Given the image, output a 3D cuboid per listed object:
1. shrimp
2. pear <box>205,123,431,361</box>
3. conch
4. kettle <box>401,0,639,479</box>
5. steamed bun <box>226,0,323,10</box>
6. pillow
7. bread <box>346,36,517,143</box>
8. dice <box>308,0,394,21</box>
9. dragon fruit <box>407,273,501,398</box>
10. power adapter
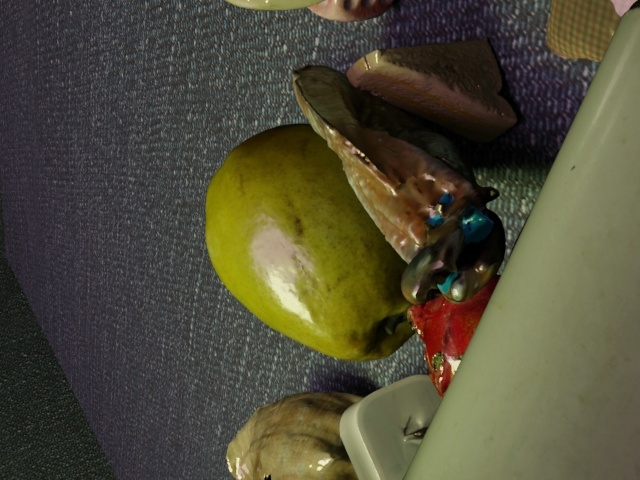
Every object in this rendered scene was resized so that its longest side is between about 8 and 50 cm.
[{"bbox_3d":[0.079,-0.073,1.020,0.110,0.221,0.446,-52,26,16],"label":"shrimp"},{"bbox_3d":[0.000,0.000,1.235,0.307,0.253,0.253,52,146,28],"label":"pear"},{"bbox_3d":[-0.001,0.342,1.448,0.324,0.186,0.263,13,95,16],"label":"conch"},{"bbox_3d":[0.230,0.041,0.723,0.361,0.250,0.377,-129,60,-78],"label":"kettle"},{"bbox_3d":[-0.037,-0.383,1.008,0.247,0.339,0.352,100,148,-63],"label":"steamed bun"},{"bbox_3d":[0.274,-0.191,0.863,0.211,0.034,0.135,40,137,43],"label":"pillow"},{"bbox_3d":[0.115,-0.148,1.053,0.077,0.152,0.105,-31,73,62],"label":"bread"},{"bbox_3d":[0.032,-0.310,1.165,0.091,0.093,0.094,44,142,42],"label":"dice"},{"bbox_3d":[0.211,0.152,1.039,0.269,0.198,0.200,56,156,-15],"label":"dragon fruit"},{"bbox_3d":[0.116,0.265,1.241,0.255,0.124,0.187,112,134,-75],"label":"power adapter"}]
